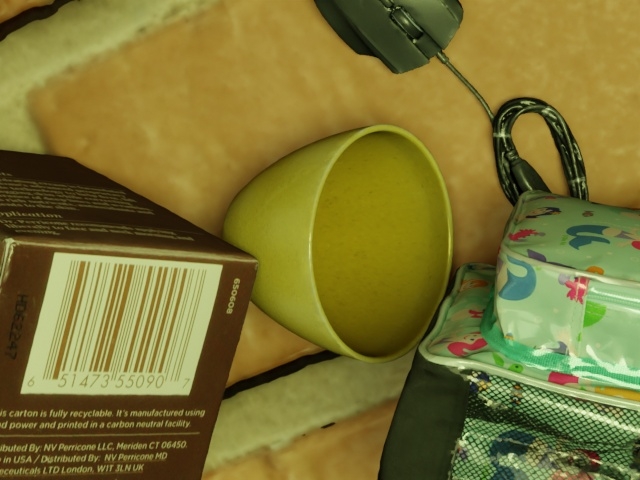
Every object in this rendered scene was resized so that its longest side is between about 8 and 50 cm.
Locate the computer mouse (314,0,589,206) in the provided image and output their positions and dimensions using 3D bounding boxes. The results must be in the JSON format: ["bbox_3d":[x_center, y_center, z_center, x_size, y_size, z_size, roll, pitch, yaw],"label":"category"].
[{"bbox_3d":[0.072,-0.099,0.976,0.071,0.041,0.242,-42,86,15],"label":"computer mouse"}]

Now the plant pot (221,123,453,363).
[{"bbox_3d":[0.000,0.000,0.973,0.095,0.134,0.134,3,98,39],"label":"plant pot"}]

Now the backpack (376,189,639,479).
[{"bbox_3d":[0.177,0.086,0.878,0.254,0.225,0.191,20,106,8],"label":"backpack"}]

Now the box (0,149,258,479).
[{"bbox_3d":[-0.173,0.051,0.952,0.203,0.168,0.167,27,106,46],"label":"box"}]
